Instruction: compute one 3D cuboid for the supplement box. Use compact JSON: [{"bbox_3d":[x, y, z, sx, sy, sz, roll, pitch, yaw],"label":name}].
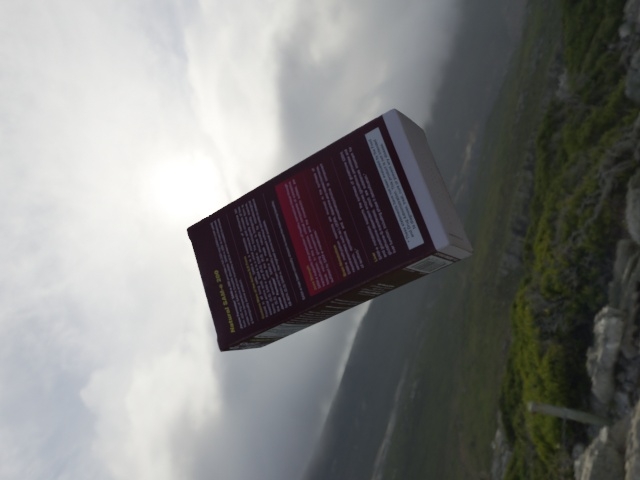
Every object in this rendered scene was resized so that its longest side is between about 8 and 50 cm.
[{"bbox_3d":[0.000,0.000,0.575,0.073,0.239,0.130,14,-126,-60],"label":"supplement box"}]
